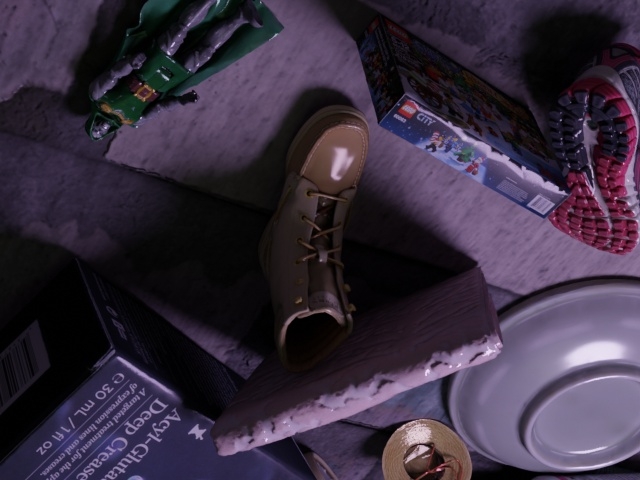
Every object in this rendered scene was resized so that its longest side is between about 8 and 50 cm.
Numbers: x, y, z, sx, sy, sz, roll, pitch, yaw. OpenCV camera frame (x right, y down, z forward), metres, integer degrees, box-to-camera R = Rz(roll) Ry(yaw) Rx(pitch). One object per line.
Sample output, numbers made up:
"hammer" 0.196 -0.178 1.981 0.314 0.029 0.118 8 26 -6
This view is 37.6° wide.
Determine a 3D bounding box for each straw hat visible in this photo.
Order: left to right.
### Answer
"straw hat" 0.159 0.350 1.477 0.145 0.144 0.061 -1 173 -9

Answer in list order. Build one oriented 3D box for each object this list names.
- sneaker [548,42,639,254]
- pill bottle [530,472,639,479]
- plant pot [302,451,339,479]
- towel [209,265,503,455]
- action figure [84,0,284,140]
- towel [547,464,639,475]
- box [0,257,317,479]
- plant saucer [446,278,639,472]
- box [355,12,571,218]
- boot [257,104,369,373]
"sneaker" 0.341 -0.092 1.103 0.121 0.112 0.299 23 151 26
"pill bottle" 0.472 0.455 1.505 0.283 0.160 0.160 4 130 -22
"plant pot" -0.085 0.455 1.432 0.274 0.256 0.256 -36 128 1
"towel" 0.056 0.139 1.137 0.332 0.317 0.053 -24 95 12
"action figure" -0.165 -0.179 0.974 0.232 0.063 0.137 -36 130 25
"towel" 0.514 0.503 1.691 0.370 0.040 0.271 20 123 -22
"box" -0.249 0.270 1.185 0.293 0.212 0.395 -45 129 3
"plant saucer" 0.392 0.236 1.387 0.401 0.100 0.400 -4 129 -5
"box" 0.150 -0.132 0.998 0.233 0.159 0.044 25 124 -28
"boot" 0.000 0.000 1.056 0.095 0.203 0.262 13 127 -20
